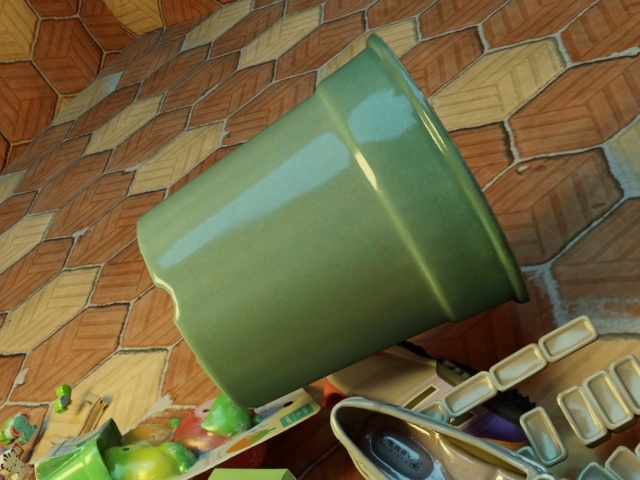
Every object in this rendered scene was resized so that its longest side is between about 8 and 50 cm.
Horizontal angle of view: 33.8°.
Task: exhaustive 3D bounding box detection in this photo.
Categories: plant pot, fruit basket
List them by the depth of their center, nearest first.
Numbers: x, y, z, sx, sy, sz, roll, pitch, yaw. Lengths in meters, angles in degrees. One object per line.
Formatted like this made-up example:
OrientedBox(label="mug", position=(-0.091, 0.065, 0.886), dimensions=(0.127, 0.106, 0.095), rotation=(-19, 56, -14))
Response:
OrientedBox(label="plant pot", position=(0.000, 0.000, 1.173), dimensions=(0.334, 0.341, 0.341), rotation=(-29, 27, 3))
OrientedBox(label="fruit basket", position=(-0.178, 0.258, 1.291), dimensions=(0.353, 0.165, 0.327), rotation=(-32, 1, -6))

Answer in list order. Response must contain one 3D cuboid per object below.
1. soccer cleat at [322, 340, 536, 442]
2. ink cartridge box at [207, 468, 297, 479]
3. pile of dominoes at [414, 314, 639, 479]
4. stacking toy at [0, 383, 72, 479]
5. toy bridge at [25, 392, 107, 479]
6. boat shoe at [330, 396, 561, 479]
OrientedBox(label="soccer cleat", position=(0.120, 0.188, 1.220), dimensions=(0.318, 0.109, 0.116), rotation=(19, 86, 49))
OrientedBox(label="ink cartridge box", position=(-0.061, 0.292, 1.107), dimensions=(0.109, 0.209, 0.062), rotation=(-10, 38, 40))
OrientedBox(label="pile of dominoes", position=(0.223, 0.210, 1.052), dimensions=(0.251, 0.040, 0.196), rotation=(-32, 60, 10))
OrientedBox(label="stacking toy", position=(-0.503, 0.329, 1.697), dimensions=(0.167, 0.052, 0.221), rotation=(-29, 22, 31))
OrientedBox(label="toy bridge", position=(-0.405, 0.322, 1.661), dimensions=(0.063, 0.026, 0.188), rotation=(3, 46, 51))
OrientedBox(label="boat shoe", position=(0.146, 0.241, 0.983), dimensions=(0.320, 0.103, 0.118), rotation=(29, 82, 35))
